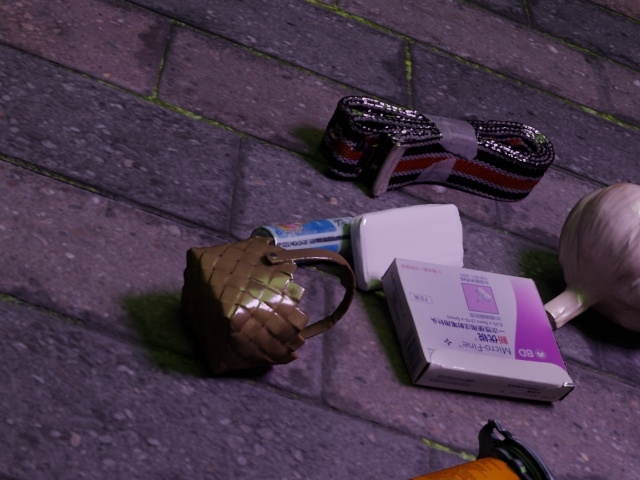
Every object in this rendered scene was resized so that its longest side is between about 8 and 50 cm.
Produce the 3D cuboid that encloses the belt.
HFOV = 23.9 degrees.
[{"bbox_3d":[0.166,-0.122,2.070,0.359,0.094,0.126,4,36,-34],"label":"belt"}]

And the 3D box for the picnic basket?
[{"bbox_3d":[-0.049,0.061,1.597,0.178,0.128,0.138,-11,47,-22],"label":"picnic basket"}]

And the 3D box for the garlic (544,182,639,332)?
[{"bbox_3d":[0.369,0.048,1.935,0.212,0.218,0.218,-36,59,-11],"label":"garlic"}]

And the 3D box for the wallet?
[{"bbox_3d":[0.109,0.004,1.851,0.190,0.095,0.033,-12,8,-43],"label":"wallet"}]

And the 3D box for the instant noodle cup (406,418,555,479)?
[{"bbox_3d":[0.135,0.277,1.393,0.125,0.177,0.208,-6,56,-23],"label":"instant noodle cup"}]

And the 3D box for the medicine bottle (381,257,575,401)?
[{"bbox_3d":[0.182,0.108,1.766,0.201,0.052,0.171,10,42,-24],"label":"medicine bottle"}]

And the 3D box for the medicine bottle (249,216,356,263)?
[{"bbox_3d":[0.000,0.000,1.804,0.191,0.051,0.051,-6,44,-44],"label":"medicine bottle"}]
